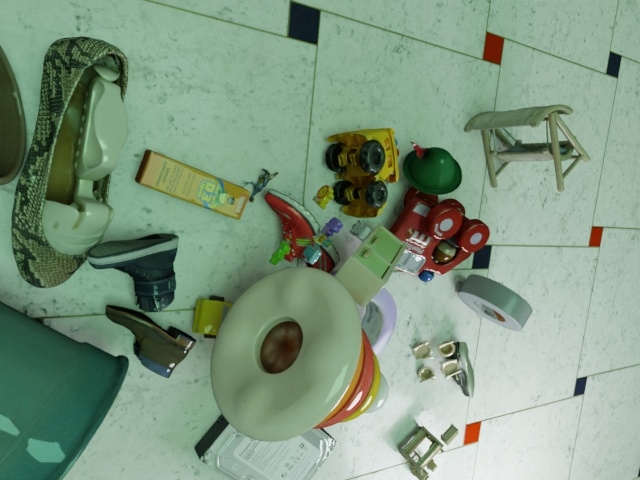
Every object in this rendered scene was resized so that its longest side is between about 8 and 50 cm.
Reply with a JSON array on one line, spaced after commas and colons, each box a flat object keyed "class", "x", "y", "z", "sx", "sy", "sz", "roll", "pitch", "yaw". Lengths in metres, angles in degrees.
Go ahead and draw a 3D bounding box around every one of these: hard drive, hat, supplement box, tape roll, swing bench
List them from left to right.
[{"class": "supplement box", "x": -0.277, "y": -0.120, "z": 1.011, "sx": 0.233, "sy": 0.080, "sz": 0.078, "roll": 20, "pitch": 91, "yaw": -33}, {"class": "hard drive", "x": -0.133, "y": 0.550, "z": 1.229, "sx": 0.237, "sy": 0.064, "sz": 0.339, "roll": -48, "pitch": 118, "yaw": -14}, {"class": "tape roll", "x": 0.067, "y": 0.219, "z": 1.232, "sx": 0.274, "sy": 0.090, "sz": 0.275, "roll": -11, "pitch": 117, "yaw": -22}, {"class": "hat", "x": 0.321, "y": -0.238, "z": 1.226, "sx": 0.172, "sy": 0.184, "sz": 0.209, "roll": 18, "pitch": 55, "yaw": 6}, {"class": "tape roll", "x": 0.553, "y": 0.198, "z": 1.463, "sx": 0.219, "sy": 0.219, "sz": 0.072, "roll": 41, "pitch": 80, "yaw": -29}, {"class": "swing bench", "x": 0.621, "y": -0.298, "z": 1.389, "sx": 0.165, "sy": 0.253, "sz": 0.255, "roll": -45, "pitch": 118, "yaw": -15}]

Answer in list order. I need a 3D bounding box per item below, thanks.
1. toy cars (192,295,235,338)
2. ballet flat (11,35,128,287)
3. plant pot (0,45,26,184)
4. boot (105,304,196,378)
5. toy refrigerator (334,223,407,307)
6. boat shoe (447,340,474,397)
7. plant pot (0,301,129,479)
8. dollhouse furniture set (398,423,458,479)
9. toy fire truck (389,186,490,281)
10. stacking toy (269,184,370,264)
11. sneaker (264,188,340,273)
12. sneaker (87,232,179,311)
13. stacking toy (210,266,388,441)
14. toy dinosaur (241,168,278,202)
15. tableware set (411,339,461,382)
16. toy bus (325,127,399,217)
[{"class": "toy cars", "x": -0.143, "y": 0.272, "z": 1.119, "sx": 0.176, "sy": 0.087, "sz": 0.394, "roll": -44, "pitch": 107, "yaw": -29}, {"class": "ballet flat", "x": -0.443, "y": -0.131, "z": 0.842, "sx": 0.164, "sy": 0.181, "sz": 0.483, "roll": 5, "pitch": 97, "yaw": -62}, {"class": "plant pot", "x": -0.635, "y": -0.207, "z": 0.712, "sx": 0.229, "sy": 0.263, "sz": 0.263, "roll": -6, "pitch": 103, "yaw": -11}, {"class": "boot", "x": -0.389, "y": 0.225, "z": 1.009, "sx": 0.219, "sy": 0.082, "sz": 0.106, "roll": 35, "pitch": 79, "yaw": -32}, {"class": "toy refrigerator", "x": 0.133, "y": 0.051, "z": 1.151, "sx": 0.102, "sy": 0.269, "sz": 0.094, "roll": 41, "pitch": 118, "yaw": 5}, {"class": "boat shoe", "x": 0.474, "y": 0.437, "z": 1.554, "sx": 0.081, "sy": 0.068, "sz": 0.228, "roll": -50, "pitch": 128, "yaw": -53}, {"class": "plant pot", "x": -0.579, "y": 0.256, "z": 0.784, "sx": 0.334, "sy": 0.341, "sz": 0.341, "roll": 43, "pitch": 77, "yaw": -20}, {"class": "dollhouse furniture set", "x": 0.364, "y": 0.693, "z": 1.544, "sx": 0.182, "sy": 0.101, "sz": 0.161, "roll": -38, "pitch": 140, "yaw": -19}, {"class": "toy fire truck", "x": 0.325, "y": -0.003, "z": 1.348, "sx": 0.302, "sy": 0.169, "sz": 0.254, "roll": 22, "pitch": 112, "yaw": -30}, {"class": "stacking toy", "x": 0.000, "y": 0.000, "z": 1.099, "sx": 0.221, "sy": 0.052, "sz": 0.167, "roll": -51, "pitch": 126, "yaw": 1}, {"class": "sneaker", "x": -0.057, "y": -0.005, "z": 1.145, "sx": 0.118, "sy": 0.107, "sz": 0.279, "roll": -43, "pitch": 117, "yaw": -11}, {"class": "sneaker", "x": -0.375, "y": 0.079, "z": 0.939, "sx": 0.226, "sy": 0.086, "sz": 0.164, "roll": -16, "pitch": 116, "yaw": -67}, {"class": "stacking toy", "x": 0.017, "y": 0.306, "z": 1.056, "sx": 0.351, "sy": 0.350, "sz": 0.480, "roll": -55, "pitch": 137, "yaw": -10}, {"class": "toy dinosaur", "x": -0.142, "y": -0.129, "z": 1.109, "sx": 0.090, "sy": 0.047, "sz": 0.082, "roll": 6, "pitch": 115, "yaw": -41}, {"class": "tableware set", "x": 0.375, "y": 0.387, "z": 1.480, "sx": 0.141, "sy": 0.020, "sz": 0.169, "roll": -15, "pitch": 111, "yaw": 4}, {"class": "toy bus", "x": 0.139, "y": -0.192, "z": 1.211, "sx": 0.211, "sy": 0.149, "sz": 0.220, "roll": -28, "pitch": 115, "yaw": -40}]
